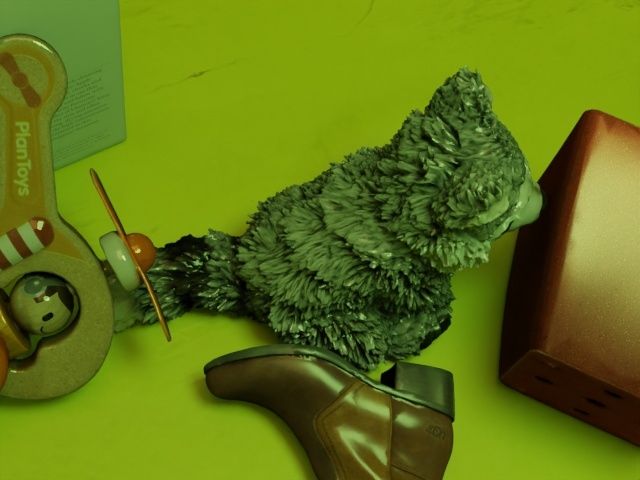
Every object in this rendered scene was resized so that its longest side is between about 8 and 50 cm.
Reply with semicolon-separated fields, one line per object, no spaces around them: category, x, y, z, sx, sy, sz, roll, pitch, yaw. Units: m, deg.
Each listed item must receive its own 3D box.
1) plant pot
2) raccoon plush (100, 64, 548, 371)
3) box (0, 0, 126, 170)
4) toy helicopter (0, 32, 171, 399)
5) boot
plant pot;0.320;0.064;1.149;0.267;0.267;0.235;25;73;5
raccoon plush;0.000;0.000;1.099;0.447;0.299;0.216;-17;66;-16
box;-0.325;-0.241;1.154;0.168;0.345;0.215;-26;68;-20
toy helicopter;-0.260;-0.016;1.062;0.235;0.140;0.355;-1;107;-11
boot;0.000;0.253;1.105;0.264;0.096;0.280;11;68;-11
